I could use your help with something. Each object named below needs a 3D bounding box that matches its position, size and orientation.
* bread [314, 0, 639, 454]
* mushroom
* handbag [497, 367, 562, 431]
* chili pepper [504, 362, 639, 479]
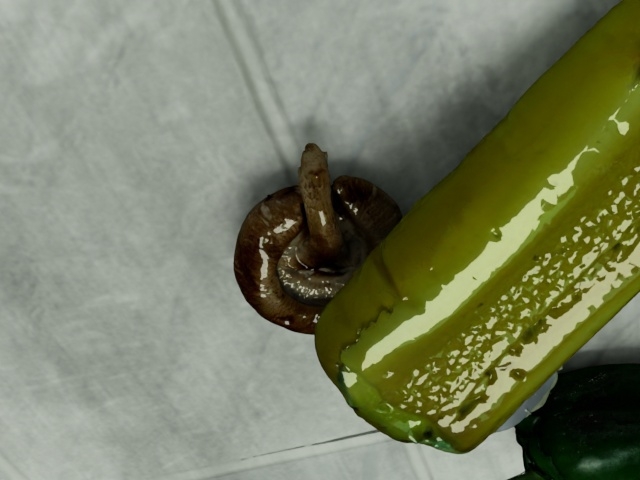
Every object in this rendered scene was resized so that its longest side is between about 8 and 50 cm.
[{"bbox_3d":[0.155,-0.014,0.692,0.166,0.112,0.383,35,107,-26],"label":"bread"},{"bbox_3d":[-0.001,-0.001,0.753,0.135,0.080,0.170,-13,136,-11],"label":"mushroom"},{"bbox_3d":[0.133,0.093,0.847,0.117,0.095,0.173,-21,130,17],"label":"handbag"},{"bbox_3d":[0.233,0.206,0.920,0.261,0.165,0.174,-12,153,3],"label":"chili pepper"}]
